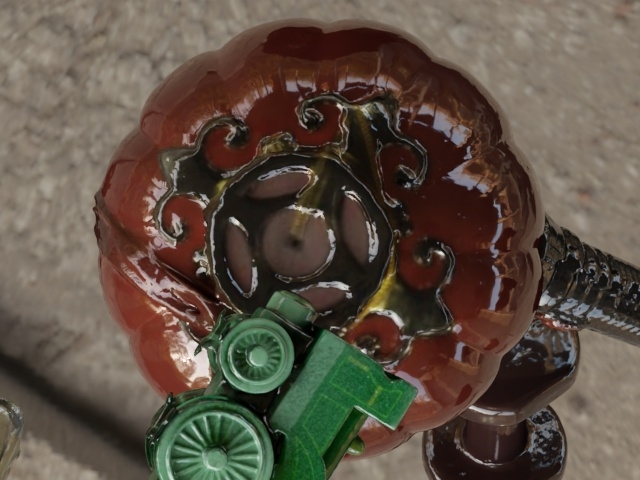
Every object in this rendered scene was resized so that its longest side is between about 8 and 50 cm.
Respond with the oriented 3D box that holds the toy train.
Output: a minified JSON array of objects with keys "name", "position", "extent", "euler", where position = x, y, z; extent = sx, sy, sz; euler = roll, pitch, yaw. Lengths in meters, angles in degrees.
[{"name":"toy train","position":[-0.039,0.114,0.822],"extent":[0.105,0.071,0.178],"euler":[33,85,-10]}]

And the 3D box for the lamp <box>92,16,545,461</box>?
[{"name":"lamp","position":[0.000,0.000,1.116],"extent":[0.303,0.257,0.303],"euler":[0,92,6]}]

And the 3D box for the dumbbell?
[{"name":"dumbbell","position":[0.158,0.144,1.483],"extent":[0.140,0.124,0.225],"euler":[-32,149,-18]}]

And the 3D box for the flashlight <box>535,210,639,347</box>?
[{"name":"flashlight","position":[0.207,0.039,1.270],"extent":[0.232,0.093,0.093],"euler":[24,104,-29]}]

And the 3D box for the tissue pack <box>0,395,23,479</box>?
[{"name":"tissue pack","position":[-0.252,0.178,0.822],"extent":[0.123,0.215,0.256],"euler":[30,78,-5]}]
